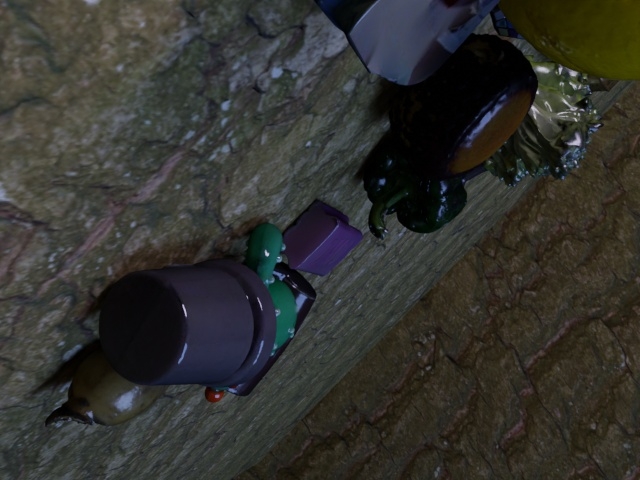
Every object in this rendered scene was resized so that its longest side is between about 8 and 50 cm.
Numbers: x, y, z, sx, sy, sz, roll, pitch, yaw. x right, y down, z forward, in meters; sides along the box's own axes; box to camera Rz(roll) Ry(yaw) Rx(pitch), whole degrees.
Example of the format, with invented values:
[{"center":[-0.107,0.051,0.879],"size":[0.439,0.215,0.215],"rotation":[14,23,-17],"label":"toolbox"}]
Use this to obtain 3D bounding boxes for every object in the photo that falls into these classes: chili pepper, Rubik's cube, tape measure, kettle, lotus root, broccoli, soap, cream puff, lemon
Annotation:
[{"center":[0.162,-0.095,1.463],"size":[0.261,0.174,0.165],"rotation":[-33,159,-52],"label":"chili pepper"},{"center":[0.299,-0.353,1.258],"size":[0.093,0.111,0.111],"rotation":[-16,169,11],"label":"Rubik's cube"},{"center":[0.100,-0.298,0.811],"size":[0.262,0.138,0.259],"rotation":[-46,166,14],"label":"tape measure"},{"center":[-0.127,0.135,1.494],"size":[0.232,0.144,0.202],"rotation":[-51,133,7],"label":"kettle"},{"center":[-0.303,0.212,1.240],"size":[0.221,0.118,0.125],"rotation":[-36,148,-47],"label":"lotus root"},{"center":[0.336,-0.227,1.459],"size":[0.288,0.245,0.248],"rotation":[5,-110,64],"label":"broccoli"},{"center":[0.000,0.000,1.526],"size":[0.122,0.065,0.203],"rotation":[-45,165,7],"label":"soap"},{"center":[0.211,-0.208,1.286],"size":[0.239,0.165,0.239],"rotation":[-36,160,-16],"label":"cream puff"},{"center":[0.365,-0.348,0.983],"size":[0.348,0.348,0.348],"rotation":[-39,165,-13],"label":"lemon"}]

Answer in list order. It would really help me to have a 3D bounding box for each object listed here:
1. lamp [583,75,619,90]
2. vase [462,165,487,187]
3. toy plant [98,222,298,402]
[{"center":[0.560,-0.383,1.739],"size":[0.161,0.161,0.185],"rotation":[-48,162,21],"label":"lamp"},{"center":[0.379,-0.183,1.933],"size":[0.183,0.120,0.120],"rotation":[-32,170,20],"label":"vase"},{"center":[-0.136,0.109,1.240],"size":[0.185,0.280,0.400],"rotation":[-4,176,27],"label":"toy plant"}]
